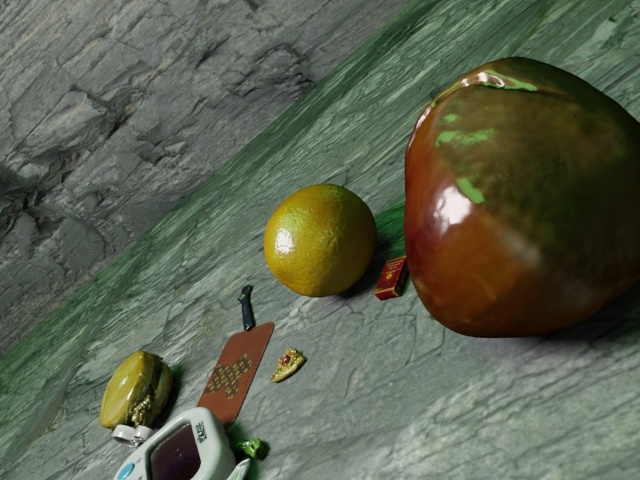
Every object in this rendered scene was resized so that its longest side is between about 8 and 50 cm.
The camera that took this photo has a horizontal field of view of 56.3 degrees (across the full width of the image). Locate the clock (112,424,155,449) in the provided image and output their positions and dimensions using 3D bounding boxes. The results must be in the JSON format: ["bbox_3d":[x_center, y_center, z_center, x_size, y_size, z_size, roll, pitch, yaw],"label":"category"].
[{"bbox_3d":[-0.401,0.436,1.321,0.129,0.087,0.041,-21,38,42],"label":"clock"}]

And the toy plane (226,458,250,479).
[{"bbox_3d":[-0.155,0.447,0.856,0.256,0.101,0.251,-18,31,11],"label":"toy plane"}]

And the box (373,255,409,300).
[{"bbox_3d":[0.135,0.069,1.103,0.052,0.023,0.082,-20,35,47],"label":"box"}]

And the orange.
[{"bbox_3d":[0.000,0.000,1.191,0.236,0.236,0.236,-36,26,21],"label":"orange"}]

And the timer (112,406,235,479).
[{"bbox_3d":[-0.262,0.427,1.062,0.237,0.087,0.262,-37,21,-8],"label":"timer"}]

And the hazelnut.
[{"bbox_3d":[0.248,-0.042,0.767,0.372,0.316,0.372,-157,90,-88],"label":"hazelnut"}]

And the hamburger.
[{"bbox_3d":[-0.440,0.377,1.437,0.189,0.122,0.215,-45,27,12],"label":"hamburger"}]

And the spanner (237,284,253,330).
[{"bbox_3d":[-0.183,0.164,1.479,0.046,0.012,0.208,-42,23,7],"label":"spanner"}]

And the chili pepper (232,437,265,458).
[{"bbox_3d":[-0.127,0.366,1.058,0.091,0.030,0.034,-18,61,50],"label":"chili pepper"}]

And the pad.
[{"bbox_3d":[-0.196,0.298,1.306,0.181,0.004,0.267,-24,32,40],"label":"pad"}]

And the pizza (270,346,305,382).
[{"bbox_3d":[-0.069,0.235,1.170,0.083,0.025,0.078,-41,27,14],"label":"pizza"}]
